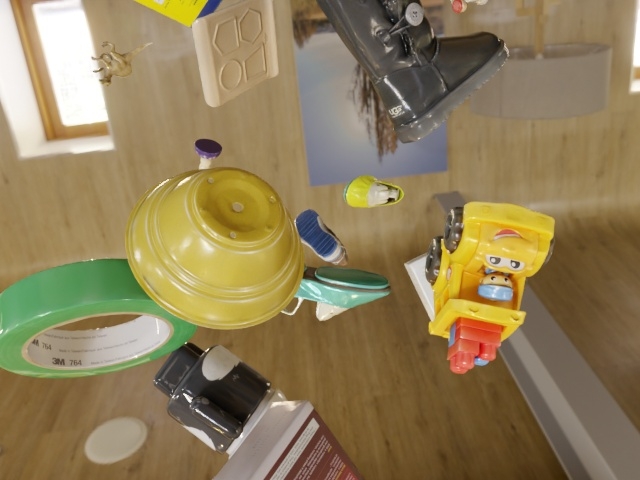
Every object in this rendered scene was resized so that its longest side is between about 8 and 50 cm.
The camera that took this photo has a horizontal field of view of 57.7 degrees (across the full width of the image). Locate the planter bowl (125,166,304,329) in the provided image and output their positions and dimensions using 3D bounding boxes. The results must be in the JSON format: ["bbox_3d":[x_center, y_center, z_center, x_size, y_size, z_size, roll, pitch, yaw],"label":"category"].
[{"bbox_3d":[-0.105,-0.017,0.662,0.217,0.090,0.217,13,-127,-18],"label":"planter bowl"}]

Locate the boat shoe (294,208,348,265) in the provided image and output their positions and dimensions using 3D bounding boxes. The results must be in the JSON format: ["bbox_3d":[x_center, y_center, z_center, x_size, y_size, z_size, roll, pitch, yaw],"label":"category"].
[{"bbox_3d":[0.000,0.000,1.213,0.066,0.066,0.183,-43,-142,5],"label":"boat shoe"}]

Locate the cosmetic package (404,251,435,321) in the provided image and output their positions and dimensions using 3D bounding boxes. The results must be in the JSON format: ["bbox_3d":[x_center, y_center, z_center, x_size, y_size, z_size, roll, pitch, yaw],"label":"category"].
[{"bbox_3d":[0.326,0.110,1.493,0.151,0.184,0.151,-26,178,3],"label":"cosmetic package"}]

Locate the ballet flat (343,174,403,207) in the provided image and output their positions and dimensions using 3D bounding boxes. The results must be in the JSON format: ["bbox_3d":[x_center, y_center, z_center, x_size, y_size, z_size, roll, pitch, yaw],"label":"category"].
[{"bbox_3d":[0.139,-0.115,1.399,0.077,0.077,0.231,15,-169,27],"label":"ballet flat"}]

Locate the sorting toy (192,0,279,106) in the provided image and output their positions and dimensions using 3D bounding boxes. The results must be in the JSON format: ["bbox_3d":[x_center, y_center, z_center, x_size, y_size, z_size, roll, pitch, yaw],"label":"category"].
[{"bbox_3d":[-0.181,-0.414,1.258,0.038,0.193,0.208,30,-130,32],"label":"sorting toy"}]

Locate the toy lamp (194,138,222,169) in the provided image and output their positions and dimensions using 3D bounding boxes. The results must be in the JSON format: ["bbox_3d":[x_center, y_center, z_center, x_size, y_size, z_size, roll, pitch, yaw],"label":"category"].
[{"bbox_3d":[-0.316,-0.130,1.531,0.080,0.275,0.080,13,-142,-10],"label":"toy lamp"}]

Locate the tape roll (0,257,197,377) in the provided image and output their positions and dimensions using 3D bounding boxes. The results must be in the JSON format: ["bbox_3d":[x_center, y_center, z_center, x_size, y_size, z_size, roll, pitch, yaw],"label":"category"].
[{"bbox_3d":[-0.373,0.140,0.981,0.321,0.321,0.077,-11,-118,-13],"label":"tape roll"}]

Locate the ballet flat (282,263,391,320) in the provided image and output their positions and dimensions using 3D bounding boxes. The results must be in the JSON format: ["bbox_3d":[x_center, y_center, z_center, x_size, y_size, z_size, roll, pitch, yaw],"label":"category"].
[{"bbox_3d":[-0.017,0.076,0.901,0.247,0.087,0.083,11,-164,6],"label":"ballet flat"}]

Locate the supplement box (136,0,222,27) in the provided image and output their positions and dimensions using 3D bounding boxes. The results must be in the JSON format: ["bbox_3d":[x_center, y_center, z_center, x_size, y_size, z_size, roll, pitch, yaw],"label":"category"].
[{"bbox_3d":[-0.348,-0.610,1.134,0.356,0.194,0.195,18,149,-31],"label":"supplement box"}]

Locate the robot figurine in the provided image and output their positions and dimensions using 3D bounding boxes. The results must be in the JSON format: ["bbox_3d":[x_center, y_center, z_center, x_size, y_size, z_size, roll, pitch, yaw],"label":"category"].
[{"bbox_3d":[-0.195,0.325,1.165,0.278,0.174,0.209,35,-144,3],"label":"robot figurine"}]

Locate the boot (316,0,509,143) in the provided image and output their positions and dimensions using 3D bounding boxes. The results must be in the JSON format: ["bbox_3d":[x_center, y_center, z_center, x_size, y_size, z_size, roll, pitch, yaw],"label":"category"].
[{"bbox_3d":[0.159,-0.467,1.110,0.146,0.445,0.367,-15,-154,51],"label":"boot"}]

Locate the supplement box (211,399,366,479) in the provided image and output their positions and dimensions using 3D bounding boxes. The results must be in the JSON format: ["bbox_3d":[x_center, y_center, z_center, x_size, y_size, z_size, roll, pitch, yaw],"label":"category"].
[{"bbox_3d":[-0.006,0.321,0.681,0.073,0.240,0.130,-19,-161,44],"label":"supplement box"}]

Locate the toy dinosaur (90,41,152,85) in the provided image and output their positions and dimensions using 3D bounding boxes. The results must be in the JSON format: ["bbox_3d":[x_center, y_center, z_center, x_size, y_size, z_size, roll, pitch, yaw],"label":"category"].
[{"bbox_3d":[-0.509,-0.450,1.457,0.183,0.092,0.053,-56,-176,-28],"label":"toy dinosaur"}]

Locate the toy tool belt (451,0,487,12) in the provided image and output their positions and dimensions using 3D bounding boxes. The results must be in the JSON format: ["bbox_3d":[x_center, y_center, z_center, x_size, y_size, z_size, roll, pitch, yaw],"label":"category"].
[{"bbox_3d":[0.228,-0.356,0.820,0.051,0.052,0.083,-20,167,-25],"label":"toy tool belt"}]

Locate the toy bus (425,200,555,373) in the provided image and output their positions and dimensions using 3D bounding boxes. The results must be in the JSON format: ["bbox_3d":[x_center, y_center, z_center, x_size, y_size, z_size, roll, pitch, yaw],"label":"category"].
[{"bbox_3d":[0.232,0.078,0.833,0.149,0.220,0.212,13,-118,1],"label":"toy bus"}]
